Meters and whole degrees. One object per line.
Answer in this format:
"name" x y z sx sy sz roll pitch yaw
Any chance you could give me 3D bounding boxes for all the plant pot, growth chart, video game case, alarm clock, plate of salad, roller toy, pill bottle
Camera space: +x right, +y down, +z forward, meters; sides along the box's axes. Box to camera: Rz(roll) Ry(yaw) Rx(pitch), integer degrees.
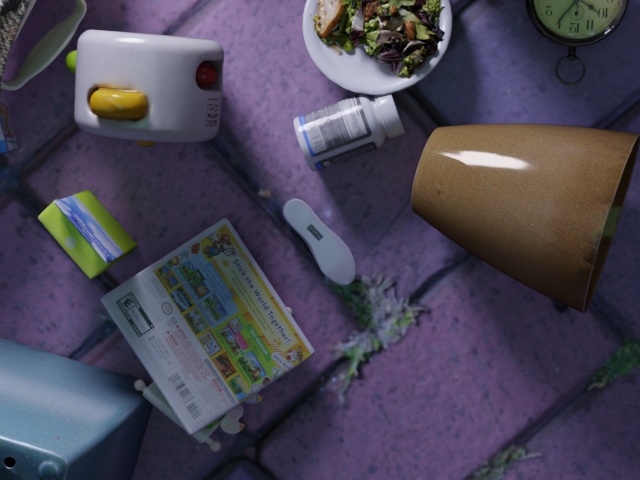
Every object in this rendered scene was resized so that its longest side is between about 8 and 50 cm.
"plant pot" 0.256 -0.059 1.615 0.254 0.237 0.237 19 99 16
"growth chart" -0.143 0.157 1.733 0.172 0.021 0.237 31 84 -2
"video game case" -0.154 0.117 1.712 0.206 0.026 0.227 -33 88 -6
"alarm clock" 0.334 -0.300 1.641 0.129 0.064 0.192 4 95 3
"plate of salad" 0.074 -0.292 1.649 0.200 0.048 0.200 -1 80 5
"roller toy" -0.222 -0.195 1.625 0.191 0.209 0.146 0 100 -25
"pill bottle" 0.039 -0.151 1.673 0.137 0.078 0.078 -19 96 6
"plant pot" -0.389 0.304 1.675 0.247 0.252 0.248 17 99 1

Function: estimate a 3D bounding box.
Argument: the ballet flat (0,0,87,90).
"ballet flat" -0.377 -0.363 1.632 0.182 0.164 0.483 25 91 -31

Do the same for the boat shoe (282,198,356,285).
"boat shoe" 0.000 0.000 1.715 0.049 0.040 0.142 -37 94 -1

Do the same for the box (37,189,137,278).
"box" -0.310 -0.010 1.664 0.042 0.178 0.109 -41 93 8

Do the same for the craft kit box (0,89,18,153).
"craft kit box" -0.569 -0.215 1.719 0.250 0.061 0.247 -12 99 5
